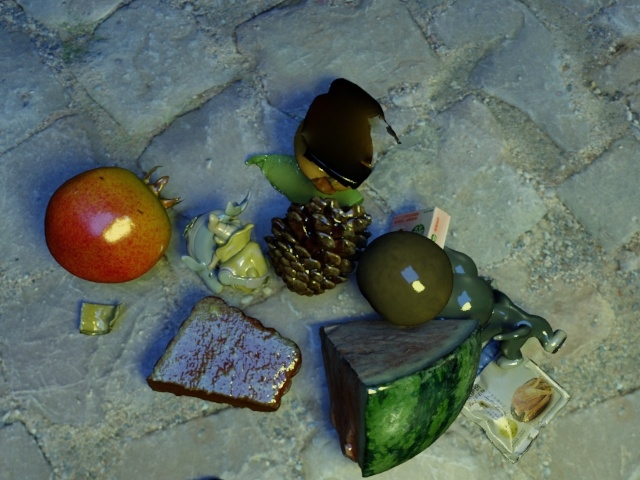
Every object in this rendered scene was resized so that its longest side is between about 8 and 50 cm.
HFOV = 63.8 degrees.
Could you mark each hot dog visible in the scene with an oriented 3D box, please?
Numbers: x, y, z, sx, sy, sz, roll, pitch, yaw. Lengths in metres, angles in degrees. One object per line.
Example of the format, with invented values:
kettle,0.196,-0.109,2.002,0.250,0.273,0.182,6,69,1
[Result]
hot dog,0.041,-0.187,1.026,0.194,0.107,0.326,34,42,2

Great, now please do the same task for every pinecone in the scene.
pinecone,0.000,0.002,0.955,0.204,0.184,0.179,-41,108,-7

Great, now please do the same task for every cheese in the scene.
cheese,-0.411,0.147,0.980,0.084,0.041,0.060,-8,65,9

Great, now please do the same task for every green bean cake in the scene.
green bean cake,-0.164,0.228,0.931,0.233,0.097,0.198,25,72,6

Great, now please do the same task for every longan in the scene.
longan,0.142,0.064,0.886,0.168,0.187,0.167,4,81,-25

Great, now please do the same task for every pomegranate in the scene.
pomegranate,-0.377,-0.041,0.956,0.221,0.221,0.257,42,69,11

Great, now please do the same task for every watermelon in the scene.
watermelon,0.137,0.240,0.891,0.251,0.283,0.292,4,33,-13

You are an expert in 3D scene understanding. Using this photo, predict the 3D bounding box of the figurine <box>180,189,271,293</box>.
figurine,-0.172,0.011,0.972,0.184,0.128,0.208,25,114,6

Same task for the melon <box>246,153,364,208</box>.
melon,-0.038,-0.114,1.079,0.262,0.053,0.114,28,92,11

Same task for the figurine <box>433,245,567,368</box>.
figurine,0.296,0.150,0.944,0.265,0.140,0.193,29,89,34

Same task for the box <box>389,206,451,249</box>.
box,0.186,-0.011,0.999,0.043,0.125,0.089,27,70,-27

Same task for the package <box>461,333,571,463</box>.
package,0.347,0.289,0.959,0.171,0.027,0.173,-44,76,-11

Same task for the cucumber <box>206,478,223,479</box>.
cucumber,-0.288,0.490,0.870,0.284,0.056,0.056,-32,76,-15
